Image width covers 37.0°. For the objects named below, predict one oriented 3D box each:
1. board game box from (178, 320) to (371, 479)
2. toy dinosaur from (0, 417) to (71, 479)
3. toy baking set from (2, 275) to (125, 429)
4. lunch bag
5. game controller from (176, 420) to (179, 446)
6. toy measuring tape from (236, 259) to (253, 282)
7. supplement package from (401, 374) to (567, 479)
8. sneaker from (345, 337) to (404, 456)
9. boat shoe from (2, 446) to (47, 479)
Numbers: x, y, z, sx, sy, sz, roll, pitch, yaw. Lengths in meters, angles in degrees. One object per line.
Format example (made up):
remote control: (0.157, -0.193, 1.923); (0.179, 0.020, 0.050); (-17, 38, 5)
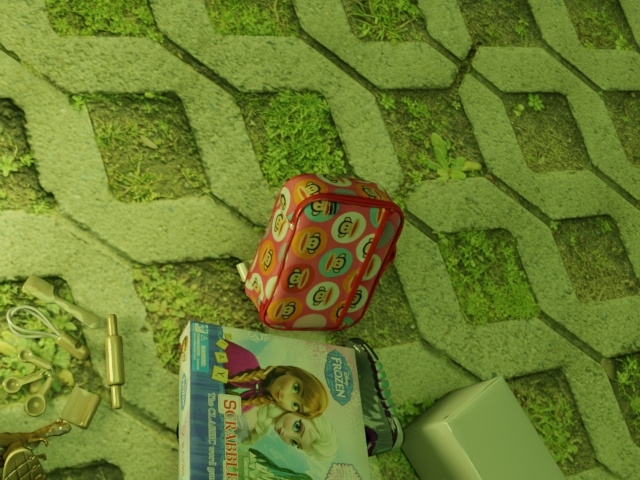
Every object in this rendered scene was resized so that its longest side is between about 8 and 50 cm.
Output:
board game box: (-0.079, 0.304, 1.612); (0.318, 0.066, 0.318); (12, 48, -22)
toy dinosaur: (-0.496, 0.320, 1.483); (0.212, 0.064, 0.112); (3, 44, -29)
toy baking set: (-0.419, 0.182, 1.580); (0.197, 0.030, 0.256); (6, 69, -26)
lunch bag: (0.021, 0.028, 1.735); (0.258, 0.293, 0.120); (5, 31, -30)
game controller: (-0.087, 0.361, 1.653); (0.319, 0.067, 0.166); (4, 51, -27)
toy measuring tape: (0.000, 0.000, 1.826); (0.330, 0.121, 0.121); (-20, 82, -32)
supplement package: (0.315, 0.433, 1.798); (0.175, 0.177, 0.293); (-31, 89, -34)
sneaker: (0.077, 0.294, 1.780); (0.098, 0.083, 0.223); (-18, 82, -27)
boat shoe: (-0.437, 0.385, 1.439); (0.064, 0.060, 0.177); (-16, 113, -16)
